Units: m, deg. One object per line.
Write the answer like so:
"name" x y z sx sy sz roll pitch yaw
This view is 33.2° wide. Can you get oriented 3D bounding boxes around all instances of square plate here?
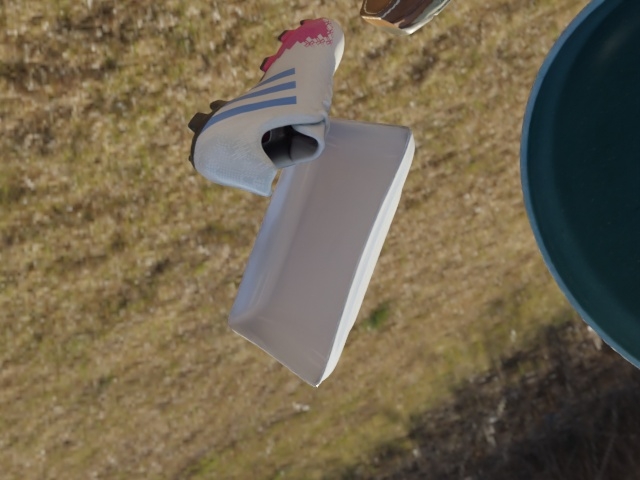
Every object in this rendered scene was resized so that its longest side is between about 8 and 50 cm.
"square plate" 0.000 0.000 1.484 0.049 0.344 0.347 20 91 -26

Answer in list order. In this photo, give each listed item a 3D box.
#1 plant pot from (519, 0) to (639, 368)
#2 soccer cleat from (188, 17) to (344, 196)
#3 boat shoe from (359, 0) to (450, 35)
"plant pot" 0.301 -0.061 0.674 0.196 0.293 0.293 -35 162 -45
"soccer cleat" -0.032 -0.166 1.371 0.143 0.331 0.116 25 140 18
"boat shoe" 0.121 -0.370 1.093 0.120 0.122 0.324 30 86 -31
